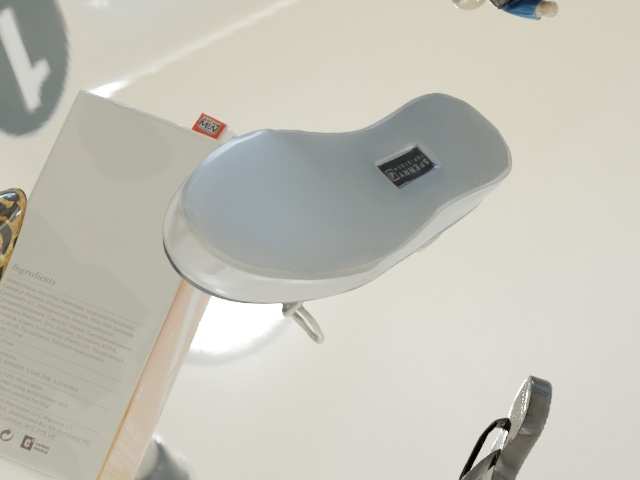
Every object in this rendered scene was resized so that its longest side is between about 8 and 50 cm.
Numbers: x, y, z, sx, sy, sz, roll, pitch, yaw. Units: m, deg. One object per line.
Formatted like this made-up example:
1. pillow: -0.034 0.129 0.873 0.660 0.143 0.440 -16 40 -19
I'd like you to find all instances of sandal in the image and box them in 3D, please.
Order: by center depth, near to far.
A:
1. sandal: 0.197 0.244 1.629 0.054 0.254 0.097 16 -143 -2

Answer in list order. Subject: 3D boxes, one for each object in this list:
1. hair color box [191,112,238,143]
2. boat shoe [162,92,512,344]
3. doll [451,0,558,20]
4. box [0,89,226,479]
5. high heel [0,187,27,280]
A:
1. hair color box: -0.142 -0.065 1.611 0.043 0.072 0.141 29 -99 34
2. boat shoe: -0.005 -0.007 1.073 0.136 0.156 0.367 48 -143 11
3. doll: 0.172 -0.251 1.223 0.046 0.129 0.189 -31 180 -33
4. box: -0.213 0.065 1.383 0.168 0.215 0.345 21 -104 5
5. high heel: -0.256 0.078 1.091 0.186 0.093 0.261 18 -119 30
